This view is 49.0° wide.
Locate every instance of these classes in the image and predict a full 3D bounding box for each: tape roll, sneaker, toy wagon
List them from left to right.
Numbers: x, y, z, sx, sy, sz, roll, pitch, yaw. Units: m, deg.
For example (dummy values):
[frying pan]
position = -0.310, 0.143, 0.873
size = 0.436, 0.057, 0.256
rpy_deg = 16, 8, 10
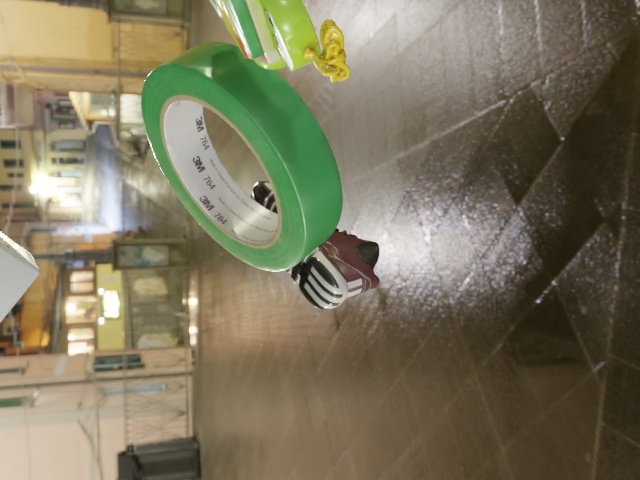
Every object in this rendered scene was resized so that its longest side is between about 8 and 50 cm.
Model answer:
[toy wagon]
position = -0.082, -0.271, 0.650
size = 0.344, 0.068, 0.267
rpy_deg = 60, 177, 25
[tape roll]
position = -0.113, -0.108, 0.965
size = 0.321, 0.077, 0.321
rpy_deg = 33, 145, 27
[sneaker]
position = 0.000, 0.000, 1.210
size = 0.281, 0.162, 0.106
rpy_deg = 54, 135, 31

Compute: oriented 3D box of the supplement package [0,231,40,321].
[supplement package]
position = -0.443, 0.021, 0.662
size = 0.199, 0.263, 0.198
rpy_deg = -54, 22, -11
